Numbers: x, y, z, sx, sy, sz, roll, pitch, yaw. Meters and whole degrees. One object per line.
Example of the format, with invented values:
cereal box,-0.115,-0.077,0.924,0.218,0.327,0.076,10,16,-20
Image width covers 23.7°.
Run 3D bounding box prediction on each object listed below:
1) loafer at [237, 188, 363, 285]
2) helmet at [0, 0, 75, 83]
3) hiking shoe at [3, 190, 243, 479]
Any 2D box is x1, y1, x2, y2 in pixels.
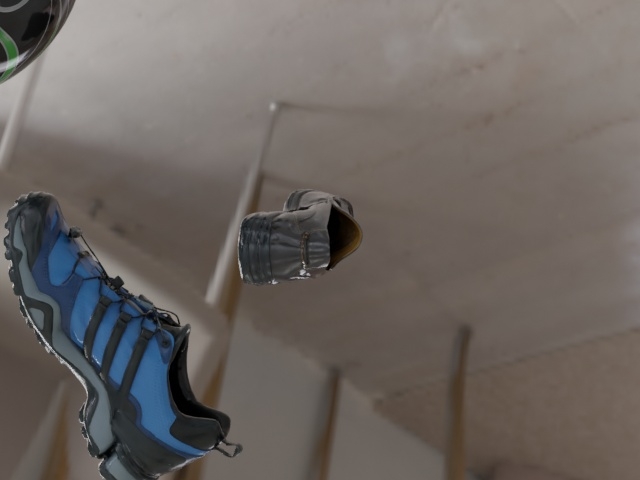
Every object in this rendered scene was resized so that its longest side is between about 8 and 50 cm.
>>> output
loafer,0.000,0.000,1.044,0.061,0.170,0.062,1,103,18
helmet,-0.217,-0.157,0.853,0.169,0.169,0.161,14,152,-7
hiking shoe,-0.188,0.082,1.442,0.132,0.113,0.304,-23,100,12
